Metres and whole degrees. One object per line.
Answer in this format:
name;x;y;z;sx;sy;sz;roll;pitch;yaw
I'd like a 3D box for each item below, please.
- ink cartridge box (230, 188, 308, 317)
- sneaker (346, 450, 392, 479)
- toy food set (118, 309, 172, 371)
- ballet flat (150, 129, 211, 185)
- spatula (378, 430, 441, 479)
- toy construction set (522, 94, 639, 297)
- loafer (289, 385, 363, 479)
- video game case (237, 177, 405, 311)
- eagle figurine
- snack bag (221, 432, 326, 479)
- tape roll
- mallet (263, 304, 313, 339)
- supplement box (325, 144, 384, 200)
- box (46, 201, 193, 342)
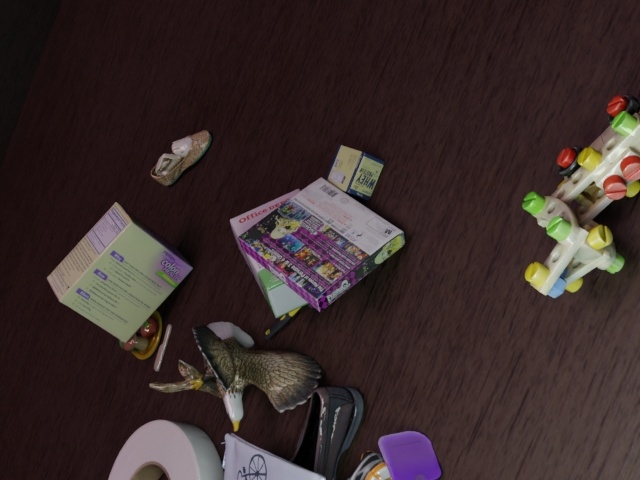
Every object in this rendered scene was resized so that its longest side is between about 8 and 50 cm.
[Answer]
ink cartridge box;-0.062;0.020;1.691;0.160;0.092;0.219;-25;46;-9
sneaker;0.061;0.445;1.455;0.215;0.084;0.083;-59;27;9
toy food set;-0.448;0.218;2.135;0.218;0.071;0.128;25;95;51
ballet flat;-0.355;-0.208;2.201;0.206;0.067;0.073;-42;47;30
spatula;0.167;0.432;1.351;0.030;0.084;0.296;103;155;-60
toy construction set;0.410;-0.071;1.189;0.328;0.151;0.215;-34;26;27
loafer;-0.022;0.393;1.549;0.109;0.095;0.302;23;93;51
video game case;0.000;0.000;1.597;0.210;0.042;0.232;-37;49;-21
eagle figurine;-0.158;0.250;1.682;0.225;0.226;0.298;56;145;4
snack bag;-0.089;0.529;1.531;0.342;0.037;0.323;3;90;56
tape roll;-0.340;0.578;1.867;0.392;0.072;0.392;-23;58;43
mallet;-0.053;0.147;1.735;0.189;0.039;0.062;-50;38;29
supplement box;0.064;-0.130;1.689;0.083;0.056;0.083;26;95;51
box;-0.465;0.076;2.050;0.243;0.213;0.117;-48;41;0
